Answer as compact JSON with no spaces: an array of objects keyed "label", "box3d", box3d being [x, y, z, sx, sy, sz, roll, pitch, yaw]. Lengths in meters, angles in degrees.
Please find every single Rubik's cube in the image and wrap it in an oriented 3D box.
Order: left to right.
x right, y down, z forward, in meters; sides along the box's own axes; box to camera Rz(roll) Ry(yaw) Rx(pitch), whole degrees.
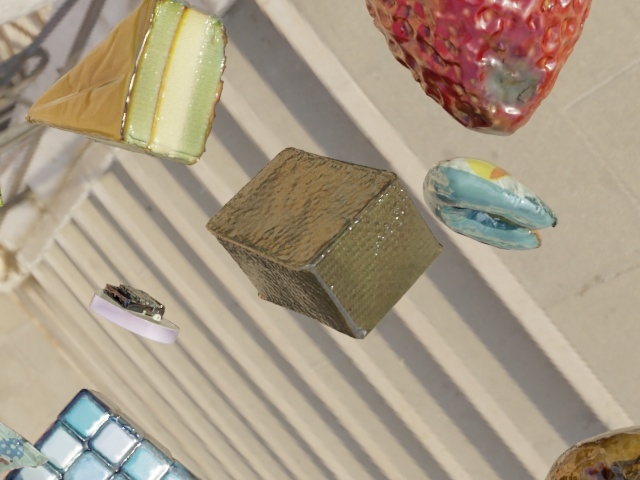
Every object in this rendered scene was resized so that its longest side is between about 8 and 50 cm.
[{"label":"Rubik's cube","box3d":[-0.336,0.418,1.536,0.292,0.287,0.293,42,167,-3]}]

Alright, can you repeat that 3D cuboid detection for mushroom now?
[{"label":"mushroom","box3d":[0.433,0.341,1.332,0.263,0.195,0.283,26,169,7]}]

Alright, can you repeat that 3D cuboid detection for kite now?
[{"label":"kite","box3d":[-0.262,0.172,0.727,0.137,0.005,0.152,-9,103,-7]}]

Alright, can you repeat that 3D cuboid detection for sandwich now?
[{"label":"sandwich","box3d":[-0.153,-0.130,0.807,0.163,0.079,0.113,15,88,49]}]

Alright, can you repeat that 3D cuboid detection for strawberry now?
[{"label":"strawberry","box3d":[0.146,-0.295,1.031,0.292,0.309,0.292,21,169,4]}]

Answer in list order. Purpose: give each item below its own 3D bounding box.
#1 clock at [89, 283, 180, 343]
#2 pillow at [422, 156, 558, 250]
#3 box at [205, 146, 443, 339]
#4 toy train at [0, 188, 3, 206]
[{"label":"clock","box3d":[-0.367,0.130,1.985,0.172,0.064,0.198,25,180,-41]},{"label":"pillow","box3d":[0.256,-0.051,1.581,0.214,0.086,0.233,29,165,10]},{"label":"box","box3d":[-0.001,-0.002,1.370,0.273,0.184,0.143,19,149,54]},{"label":"toy train","box3d":[-0.390,-0.036,0.825,0.085,0.250,0.053,96,155,-47]}]
